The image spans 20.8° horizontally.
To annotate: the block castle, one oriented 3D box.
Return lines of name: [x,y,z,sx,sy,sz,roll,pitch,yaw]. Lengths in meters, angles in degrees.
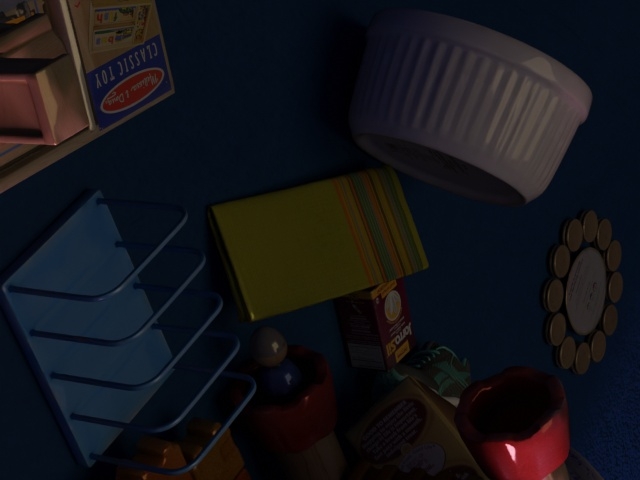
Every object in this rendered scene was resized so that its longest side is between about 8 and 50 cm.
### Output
block castle: [-0.024,0.262,1.260,0.453,0.303,0.212,-52,133,-40]

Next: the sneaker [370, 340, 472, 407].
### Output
sneaker: [0.097,0.129,1.643,0.166,0.065,0.076,29,53,-56]

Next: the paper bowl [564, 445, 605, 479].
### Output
paper bowl: [0.249,0.352,1.719,0.148,0.284,0.284,-30,127,-5]

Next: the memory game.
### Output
memory game: [0.292,0.058,1.943,0.186,0.012,0.186,-12,104,-54]

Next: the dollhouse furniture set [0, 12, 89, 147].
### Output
dollhouse furniture set: [-0.177,-0.043,1.011,0.101,0.182,0.161,-39,125,-46]

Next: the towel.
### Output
towel: [0.000,0.000,1.474,0.237,0.021,0.102,-15,83,-48]

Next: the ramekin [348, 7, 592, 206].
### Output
ramekin: [0.123,-0.109,1.517,0.207,0.207,0.109,30,79,-53]

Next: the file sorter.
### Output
file sorter: [-0.132,0.067,1.251,0.118,0.104,0.170,-51,132,-40]

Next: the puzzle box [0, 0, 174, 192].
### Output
puzzle box: [-0.257,-0.146,1.089,0.409,0.052,0.272,-38,125,-47]

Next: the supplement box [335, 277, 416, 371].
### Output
supplement box: [0.049,0.068,1.565,0.055,0.043,0.083,-42,128,-47]

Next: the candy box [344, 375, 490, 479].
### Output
candy box: [0.168,0.276,1.515,0.087,0.316,0.183,-42,146,6]
